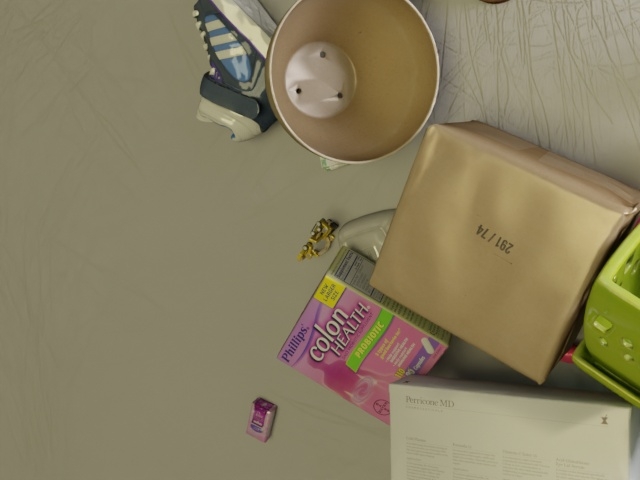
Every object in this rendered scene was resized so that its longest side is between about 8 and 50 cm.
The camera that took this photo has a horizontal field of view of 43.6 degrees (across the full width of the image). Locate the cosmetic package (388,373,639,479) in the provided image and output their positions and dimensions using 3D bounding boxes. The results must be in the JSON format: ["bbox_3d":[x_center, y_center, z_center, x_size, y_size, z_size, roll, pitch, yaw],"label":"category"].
[{"bbox_3d":[0.295,0.370,1.246,0.377,0.097,0.285,1,95,30],"label":"cosmetic package"}]

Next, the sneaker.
[{"bbox_3d":[-0.193,-0.338,1.490,0.236,0.130,0.323,-43,86,25],"label":"sneaker"}]

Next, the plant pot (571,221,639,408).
[{"bbox_3d":[0.493,0.118,1.101,0.227,0.228,0.207,34,143,25],"label":"plant pot"}]

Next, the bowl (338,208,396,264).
[{"bbox_3d":[0.101,0.024,1.469,0.142,0.053,0.142,-16,96,31],"label":"bowl"}]

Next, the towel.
[{"bbox_3d":[0.055,-0.197,1.455,0.152,0.023,0.113,-13,96,30],"label":"towel"}]

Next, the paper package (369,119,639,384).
[{"bbox_3d":[0.285,0.005,1.250,0.324,0.168,0.310,30,114,24],"label":"paper package"}]

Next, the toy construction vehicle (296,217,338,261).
[{"bbox_3d":[0.000,0.000,1.498,0.035,0.086,0.098,36,116,9],"label":"toy construction vehicle"}]

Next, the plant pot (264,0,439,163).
[{"bbox_3d":[0.028,-0.271,1.330,0.191,0.284,0.284,-161,61,-70],"label":"plant pot"}]

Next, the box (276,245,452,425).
[{"bbox_3d":[0.083,0.171,1.433,0.243,0.117,0.214,31,121,2],"label":"box"}]

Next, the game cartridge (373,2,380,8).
[{"bbox_3d":[0.126,-0.551,1.289,0.196,0.060,0.294,-21,84,32],"label":"game cartridge"}]

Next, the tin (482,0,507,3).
[{"bbox_3d":[0.245,-0.457,1.285,0.189,0.040,0.106,39,121,15],"label":"tin"}]

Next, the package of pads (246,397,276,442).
[{"bbox_3d":[-0.125,0.379,1.687,0.050,0.032,0.083,21,111,19],"label":"package of pads"}]

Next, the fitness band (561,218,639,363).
[{"bbox_3d":[0.426,0.060,1.303,0.209,0.054,0.291,15,108,24],"label":"fitness band"}]
